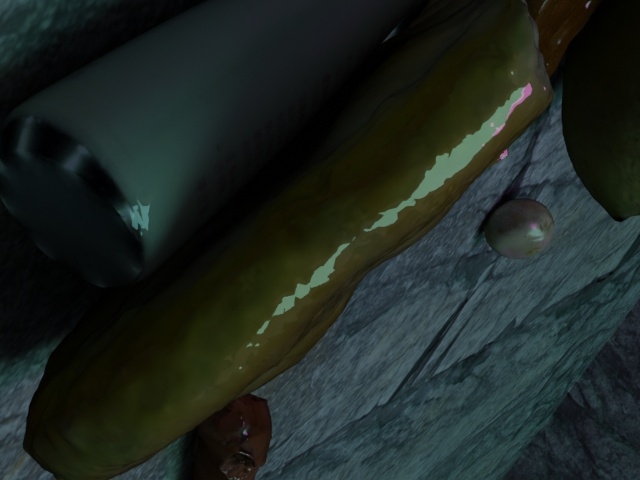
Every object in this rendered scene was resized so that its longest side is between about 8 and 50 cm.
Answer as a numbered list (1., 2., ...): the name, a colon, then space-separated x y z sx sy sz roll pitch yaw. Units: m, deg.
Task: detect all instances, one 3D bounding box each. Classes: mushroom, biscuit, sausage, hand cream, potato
1. mushroom: 0.236 -0.016 1.907 0.084 0.067 0.083 -10 141 -8
2. biscuit: -0.013 -0.005 1.029 0.446 0.104 0.429 -44 -172 -2
3. sausage: -0.094 0.223 1.588 0.087 0.079 0.326 -56 170 -32
4. biscuit: 0.185 -0.178 1.469 0.295 0.044 0.186 -54 159 12
5. hand cream: -0.034 -0.113 0.963 0.359 0.118 0.185 -42 -176 -33
6. potato: 0.331 -0.186 1.595 0.280 0.213 0.330 -38 -160 31

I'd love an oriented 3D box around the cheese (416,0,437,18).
1. cheese: 0.118 -0.199 1.267 0.086 0.036 0.162 -20 147 -54
